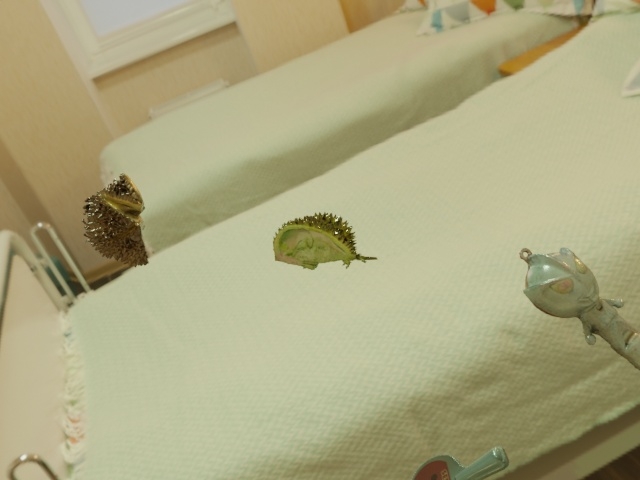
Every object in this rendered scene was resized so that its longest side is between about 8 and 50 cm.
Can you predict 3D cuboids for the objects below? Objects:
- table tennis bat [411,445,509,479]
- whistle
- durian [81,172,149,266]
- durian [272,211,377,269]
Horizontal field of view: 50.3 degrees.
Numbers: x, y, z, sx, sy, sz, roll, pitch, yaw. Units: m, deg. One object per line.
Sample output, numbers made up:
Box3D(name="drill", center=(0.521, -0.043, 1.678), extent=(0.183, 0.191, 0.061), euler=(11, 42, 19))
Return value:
Box3D(name="table tennis bat", center=(0.242, 0.445, 1.231), extent=(0.244, 0.040, 0.152), euler=(-45, 30, 28))
Box3D(name="whistle", center=(0.562, 0.137, 1.456), extent=(0.346, 0.133, 0.142), euler=(43, 46, 10))
Box3D(name="durian", center=(-0.235, -0.027, 0.777), extent=(0.071, 0.110, 0.140), euler=(-4, 19, -13))
Box3D(name="durian", center=(0.000, 0.000, 1.210), extent=(0.215, 0.100, 0.086), euler=(-1, 14, 35))
